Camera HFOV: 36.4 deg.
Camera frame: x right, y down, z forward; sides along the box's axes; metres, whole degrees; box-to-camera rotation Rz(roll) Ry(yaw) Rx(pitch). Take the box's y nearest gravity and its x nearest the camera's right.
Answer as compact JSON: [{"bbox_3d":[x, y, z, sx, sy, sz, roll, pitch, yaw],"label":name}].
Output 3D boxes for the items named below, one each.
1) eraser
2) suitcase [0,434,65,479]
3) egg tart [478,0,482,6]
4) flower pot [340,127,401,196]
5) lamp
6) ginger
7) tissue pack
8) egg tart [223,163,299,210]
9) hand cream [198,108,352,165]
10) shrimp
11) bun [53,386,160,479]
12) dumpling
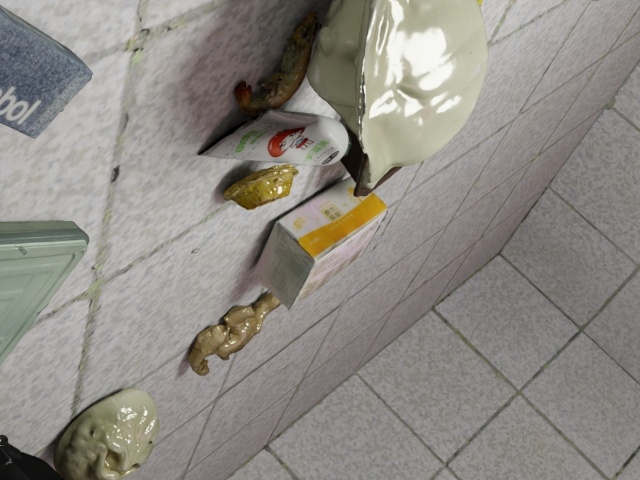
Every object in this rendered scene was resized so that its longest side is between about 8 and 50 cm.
[{"bbox_3d":[-0.291,-0.160,0.866,0.092,0.046,0.212,-47,164,3],"label":"eraser"},{"bbox_3d":[-0.447,0.501,1.610,0.188,0.345,0.339,-48,165,-11],"label":"suitcase"},{"bbox_3d":[0.186,-0.372,1.506,0.279,0.095,0.279,-47,167,-15],"label":"egg tart"},{"bbox_3d":[0.110,-0.198,1.763,0.179,0.084,0.251,-38,162,-23],"label":"flower pot"},{"bbox_3d":[-0.424,0.086,1.153,0.269,0.047,0.266,-50,166,17],"label":"lamp"},{"bbox_3d":[-0.170,0.181,2.051,0.258,0.065,0.149,-37,161,-21],"label":"ginger"},{"bbox_3d":[0.000,0.000,1.902,0.225,0.124,0.185,-34,161,-37],"label":"tissue pack"},{"bbox_3d":[-0.088,-0.079,1.535,0.128,0.049,0.129,-21,176,-1],"label":"egg tart"},{"bbox_3d":[-0.048,-0.156,1.489,0.121,0.076,0.336,-35,167,25],"label":"hand cream"},{"bbox_3d":[-0.062,-0.235,1.318,0.124,0.034,0.178,-26,159,-34],"label":"shrimp"},{"bbox_3d":[-0.395,0.388,1.860,0.231,0.133,0.231,-39,163,-15],"label":"bun"},{"bbox_3d":[0.099,-0.237,1.256,0.316,0.233,0.395,-69,166,-55],"label":"dumpling"}]
